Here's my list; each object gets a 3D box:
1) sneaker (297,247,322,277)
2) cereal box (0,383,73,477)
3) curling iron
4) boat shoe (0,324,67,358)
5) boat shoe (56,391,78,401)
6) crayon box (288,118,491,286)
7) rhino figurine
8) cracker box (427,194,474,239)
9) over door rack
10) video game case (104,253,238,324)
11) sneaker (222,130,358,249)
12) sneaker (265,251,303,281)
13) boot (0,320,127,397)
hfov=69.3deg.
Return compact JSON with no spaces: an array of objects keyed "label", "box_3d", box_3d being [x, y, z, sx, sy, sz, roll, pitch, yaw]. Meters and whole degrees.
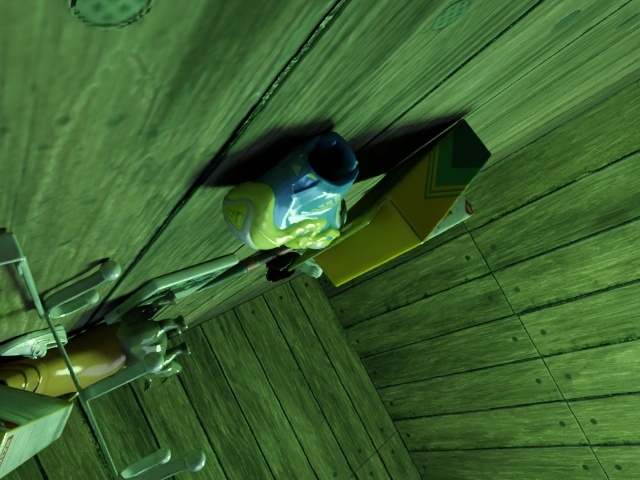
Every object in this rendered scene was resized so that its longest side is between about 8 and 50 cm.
[{"label":"sneaker","box_3d":[0.000,0.000,1.170,0.115,0.105,0.281,-62,-176,-22]},{"label":"cereal box","box_3d":[-0.334,0.151,0.404,0.173,0.047,0.240,20,161,-11]},{"label":"curling iron","box_3d":[-0.158,0.058,1.059,0.274,0.035,0.068,-28,176,-2]},{"label":"boat shoe","box_3d":[-0.406,0.150,0.661,0.035,0.035,0.100,-29,175,15]},{"label":"boat shoe","box_3d":[-0.544,0.295,1.013,0.285,0.104,0.089,-26,172,-31]},{"label":"crayon box","box_3d":[0.111,-0.047,0.714,0.318,0.081,0.202,-43,-174,-39]},{"label":"rhino figurine","box_3d":[-0.293,0.193,0.820,0.106,0.073,0.243,-21,144,-27]},{"label":"cracker box","box_3d":[0.274,-0.088,1.198,0.232,0.155,0.067,-25,174,-33]},{"label":"over door rack","box_3d":[-0.199,0.135,0.430,0.108,0.239,0.324,-25,175,-21]},{"label":"video game case","box_3d":[-0.268,0.086,0.843,0.173,0.022,0.190,-31,174,34]},{"label":"sneaker","box_3d":[0.005,-0.051,0.504,0.126,0.091,0.240,-35,175,24]},{"label":"sneaker","box_3d":[-0.105,0.064,1.106,0.089,0.051,0.170,-35,-163,-36]},{"label":"boot","box_3d":[-0.450,0.207,0.755,0.284,0.109,0.220,-20,170,-9]}]
